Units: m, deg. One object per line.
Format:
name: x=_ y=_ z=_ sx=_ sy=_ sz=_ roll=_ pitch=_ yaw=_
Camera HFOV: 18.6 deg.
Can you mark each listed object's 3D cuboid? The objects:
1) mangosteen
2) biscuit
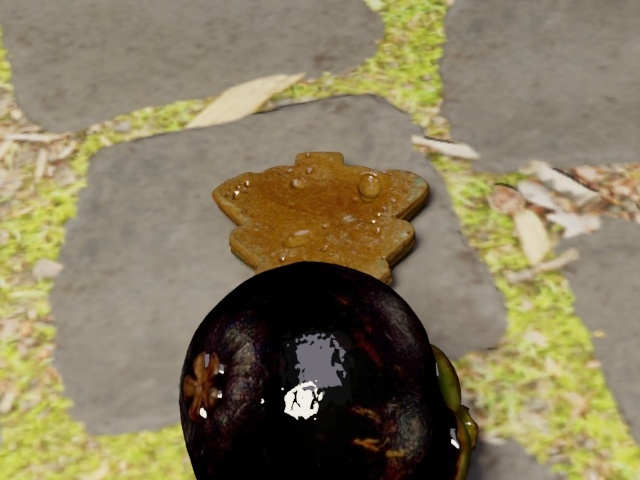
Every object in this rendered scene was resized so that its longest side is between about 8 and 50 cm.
mangosteen: x=0.010 y=0.077 z=0.906 sx=0.151 sy=0.137 sz=0.137 roll=14 pitch=34 yaw=-33
biscuit: x=0.000 y=0.000 z=1.049 sx=0.119 sy=0.019 sz=0.130 roll=-1 pitch=43 yaw=2
